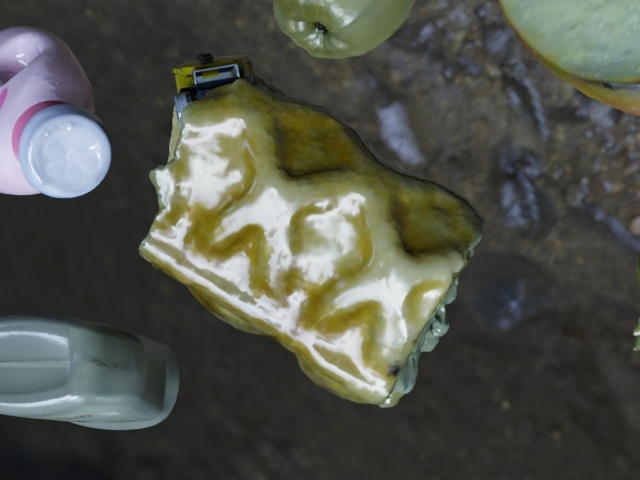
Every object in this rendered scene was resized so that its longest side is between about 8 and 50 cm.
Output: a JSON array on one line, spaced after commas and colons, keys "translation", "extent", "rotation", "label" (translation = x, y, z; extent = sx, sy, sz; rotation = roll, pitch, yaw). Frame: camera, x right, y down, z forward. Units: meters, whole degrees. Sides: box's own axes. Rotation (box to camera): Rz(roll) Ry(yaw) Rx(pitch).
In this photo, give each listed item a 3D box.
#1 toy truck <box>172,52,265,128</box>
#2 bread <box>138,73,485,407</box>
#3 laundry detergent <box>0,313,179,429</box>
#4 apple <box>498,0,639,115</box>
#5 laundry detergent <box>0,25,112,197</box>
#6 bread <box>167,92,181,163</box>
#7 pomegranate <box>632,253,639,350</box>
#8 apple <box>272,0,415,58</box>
[{"translation": [-0.094, -0.084, 1.559], "extent": [0.114, 0.098, 0.227], "rotation": [-135, 35, -79], "label": "toy truck"}, {"translation": [-0.002, 0.005, 1.249], "extent": [0.252, 0.196, 0.238], "rotation": [28, 171, 13], "label": "bread"}, {"translation": [-0.224, 0.129, 1.398], "extent": [0.181, 0.253, 0.091], "rotation": [-4, 78, 17], "label": "laundry detergent"}, {"translation": [0.228, -0.212, 0.930], "extent": [0.254, 0.346, 0.179], "rotation": [10, 160, 6], "label": "apple"}, {"translation": [-0.271, -0.115, 1.396], "extent": [0.159, 0.088, 0.335], "rotation": [-66, 27, 5], "label": "laundry detergent"}, {"translation": [-0.134, -0.087, 1.673], "extent": [0.125, 0.068, 0.188], "rotation": [-144, 61, -76], "label": "bread"}, {"translation": [0.413, 0.052, 1.634], "extent": [0.159, 0.205, 0.159], "rotation": [32, 144, 28], "label": "pomegranate"}, {"translation": [0.031, -0.326, 1.858], "extent": [0.200, 0.200, 0.200], "rotation": [22, 129, 31], "label": "apple"}]
